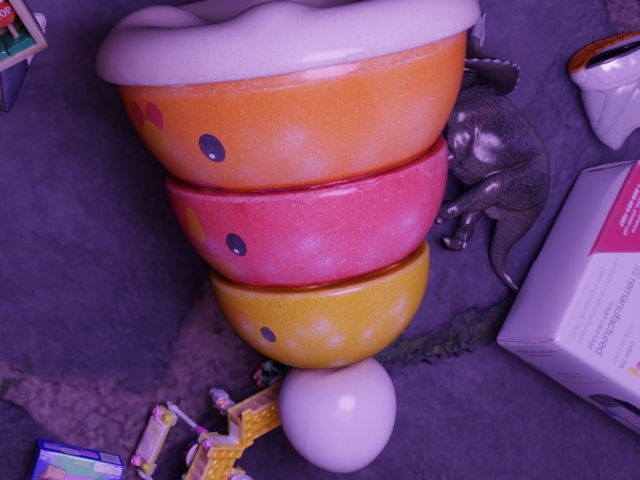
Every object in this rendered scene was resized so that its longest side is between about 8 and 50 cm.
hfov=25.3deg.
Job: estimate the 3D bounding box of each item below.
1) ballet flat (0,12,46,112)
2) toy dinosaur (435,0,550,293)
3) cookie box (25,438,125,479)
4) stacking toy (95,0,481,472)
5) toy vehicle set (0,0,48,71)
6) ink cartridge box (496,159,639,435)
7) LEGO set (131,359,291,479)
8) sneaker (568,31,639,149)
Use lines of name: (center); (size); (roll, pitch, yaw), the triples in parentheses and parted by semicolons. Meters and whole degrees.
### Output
ballet flat: (-0.302, -0.227, 1.368); (0.074, 0.074, 0.203); (-14, 100, -11)
toy dinosaur: (0.175, -0.080, 1.483); (0.160, 0.121, 0.313); (-29, 102, -1)
cookie box: (-0.261, 0.269, 1.470); (0.092, 0.040, 0.107); (15, 96, -16)
stacking toy: (0.000, 0.000, 1.342); (0.351, 0.350, 0.479); (-12, 105, -12)
toy vehicle set: (-0.394, -0.175, 1.241); (0.267, 0.035, 0.166); (-27, 137, 1)
ink cartridge box: (0.377, 0.088, 1.530); (0.306, 0.131, 0.226); (31, 74, -15)
LEGO set: (-0.098, 0.195, 1.488); (0.287, 0.107, 0.132); (-52, 141, -6)
sneaker: (0.400, -0.180, 1.544); (0.263, 0.099, 0.121); (-18, 110, -3)
